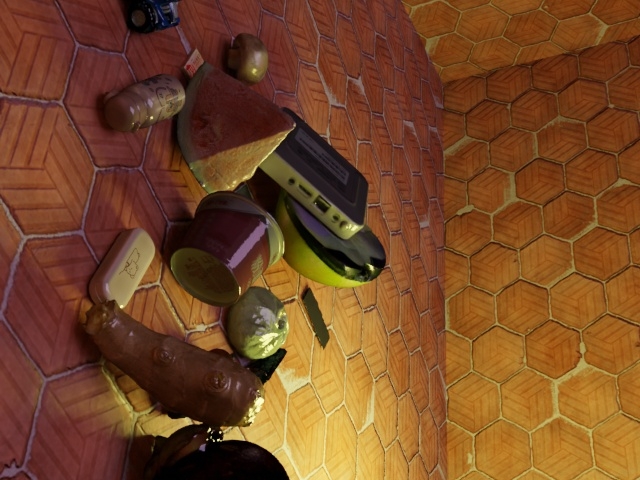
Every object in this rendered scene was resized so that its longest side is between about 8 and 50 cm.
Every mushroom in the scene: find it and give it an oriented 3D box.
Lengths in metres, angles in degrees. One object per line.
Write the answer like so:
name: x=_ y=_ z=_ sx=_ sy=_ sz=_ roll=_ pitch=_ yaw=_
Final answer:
mushroom: x=-0.202 y=-0.501 z=2.053 sx=0.148 sy=0.112 sz=0.148 roll=-177 pitch=-90 yaw=-81

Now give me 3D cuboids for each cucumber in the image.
cucumber: x=-0.160 y=0.336 z=1.908 sx=0.062 sy=0.078 sz=0.211 roll=44 pitch=27 yaw=-3

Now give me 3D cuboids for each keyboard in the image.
keyboard: x=-0.014 y=0.246 z=2.314 sx=0.074 sy=0.015 sz=0.197 roll=-55 pitch=131 yaw=-52

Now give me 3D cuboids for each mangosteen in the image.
mangosteen: x=-0.220 y=0.514 z=1.476 sx=0.347 sy=0.307 sz=0.307 roll=53 pitch=17 yaw=19

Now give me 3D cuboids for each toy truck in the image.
toy truck: x=-0.384 y=-0.580 z=1.670 sx=0.113 sy=0.126 sz=0.208 roll=-49 pitch=124 yaw=-59

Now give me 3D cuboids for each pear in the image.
pear: x=-0.004 y=-0.001 z=2.149 sx=0.398 sy=0.165 sz=0.399 roll=36 pitch=26 yaw=-21

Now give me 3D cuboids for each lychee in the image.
lychee: x=-0.227 y=0.307 z=1.713 sx=0.140 sy=0.101 sz=0.114 roll=7 pitch=34 yaw=-52

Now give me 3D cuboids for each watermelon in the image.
watermelon: x=-0.227 y=-0.278 z=1.786 sx=0.250 sy=0.292 sz=0.283 roll=34 pitch=45 yaw=-19

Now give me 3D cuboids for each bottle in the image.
bottle: x=-0.388 y=-0.300 z=1.603 sx=0.110 sy=0.097 sz=0.209 roll=44 pitch=30 yaw=-1

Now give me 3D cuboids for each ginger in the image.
ginger: x=-0.284 y=0.247 z=1.462 sx=0.166 sy=0.375 sz=0.236 roll=-50 pitch=174 yaw=-13

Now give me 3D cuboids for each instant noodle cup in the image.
instant noodle cup: x=-0.224 y=0.030 z=1.707 sx=0.178 sy=0.234 sz=0.235 roll=-58 pitch=134 yaw=-41

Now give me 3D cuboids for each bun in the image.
bun: x=-0.153 y=0.210 z=1.905 sx=0.195 sy=0.118 sz=0.196 roll=23 pitch=63 yaw=-59

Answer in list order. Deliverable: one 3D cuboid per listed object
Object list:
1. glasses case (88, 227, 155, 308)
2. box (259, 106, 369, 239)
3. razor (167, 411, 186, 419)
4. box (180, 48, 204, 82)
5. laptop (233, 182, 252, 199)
glasses case: x=-0.400 y=0.057 z=1.501 sx=0.083 sy=0.050 sz=0.196 roll=60 pitch=32 yaw=-34
box: x=-0.013 y=-0.205 z=2.138 sx=0.367 sy=0.090 sz=0.373 roll=40 pitch=24 yaw=-14
razor: x=-0.302 y=0.310 z=1.618 sx=0.090 sy=0.054 sz=0.148 roll=4 pitch=78 yaw=-69
box: x=-0.322 y=-0.441 z=1.886 sx=0.058 sy=0.015 sz=0.093 roll=59 pitch=32 yaw=-36
laptop: x=-0.219 y=-0.064 z=1.977 sx=0.180 sy=0.016 sz=0.129 roll=-52 pitch=128 yaw=-59
